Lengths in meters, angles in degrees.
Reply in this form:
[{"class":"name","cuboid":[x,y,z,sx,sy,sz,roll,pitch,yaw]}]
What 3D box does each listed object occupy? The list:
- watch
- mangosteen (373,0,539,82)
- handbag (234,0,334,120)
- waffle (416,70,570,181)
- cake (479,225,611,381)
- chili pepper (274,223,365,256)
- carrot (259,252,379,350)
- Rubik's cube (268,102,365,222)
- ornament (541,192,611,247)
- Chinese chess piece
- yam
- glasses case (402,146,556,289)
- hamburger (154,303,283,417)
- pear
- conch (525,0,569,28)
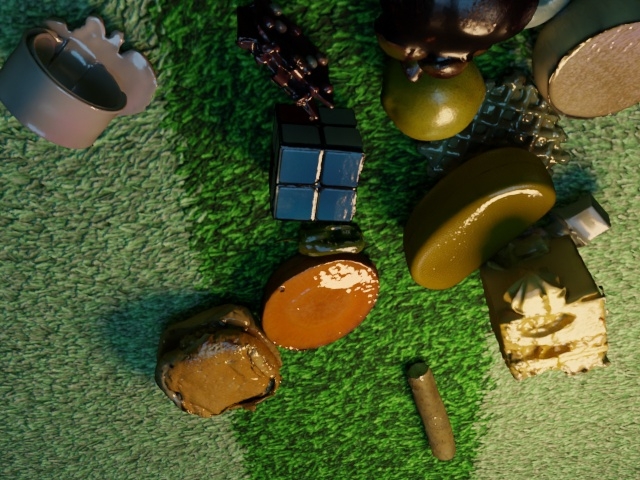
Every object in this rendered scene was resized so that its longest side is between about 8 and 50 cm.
[{"class":"watch","cuboid":[-0.424,-0.276,1.297,0.244,0.231,0.196,36,113,-24]},{"class":"mangosteen","cuboid":[0.204,-0.395,1.183,0.287,0.287,0.233,-32,92,17]},{"class":"handbag","cuboid":[-0.060,-0.334,1.304,0.074,0.216,0.203,-38,120,18]},{"class":"waffle","cuboid":[0.361,-0.201,1.545,0.292,0.056,0.309,-29,126,18]},{"class":"cake","cuboid":[0.468,0.123,1.547,0.222,0.227,0.286,-16,125,6]},{"class":"chili pepper","cuboid":[0.000,0.003,1.649,0.204,0.072,0.073,-4,140,-8]},{"class":"carrot","cuboid":[0.000,0.139,1.739,0.307,0.100,0.258,-30,127,14]},{"class":"Rubik's cube","cuboid":[-0.014,-0.154,1.466,0.167,0.180,0.183,3,128,-9]},{"class":"ornament","cuboid":[0.522,-0.001,1.677,0.285,0.120,0.130,-26,105,14]},{"class":"Chinese chess piece","cuboid":[0.535,-0.348,1.371,0.270,0.112,0.270,-7,149,-4]},{"class":"yam","cuboid":[0.313,0.479,2.040,0.083,0.083,0.371,-16,125,5]},{"class":"glasses case","cuboid":[0.308,-0.052,1.537,0.173,0.141,0.371,20,133,-29]},{"class":"hamburger","cuboid":[-0.253,0.302,1.794,0.318,0.158,0.318,-4,127,-5]},{"class":"pear","cuboid":[0.208,-0.282,1.386,0.198,0.198,0.198,-3,127,-4]},{"class":"conch","cuboid":[0.371,-0.481,1.298,0.221,0.121,0.185,-27,115,18]}]
